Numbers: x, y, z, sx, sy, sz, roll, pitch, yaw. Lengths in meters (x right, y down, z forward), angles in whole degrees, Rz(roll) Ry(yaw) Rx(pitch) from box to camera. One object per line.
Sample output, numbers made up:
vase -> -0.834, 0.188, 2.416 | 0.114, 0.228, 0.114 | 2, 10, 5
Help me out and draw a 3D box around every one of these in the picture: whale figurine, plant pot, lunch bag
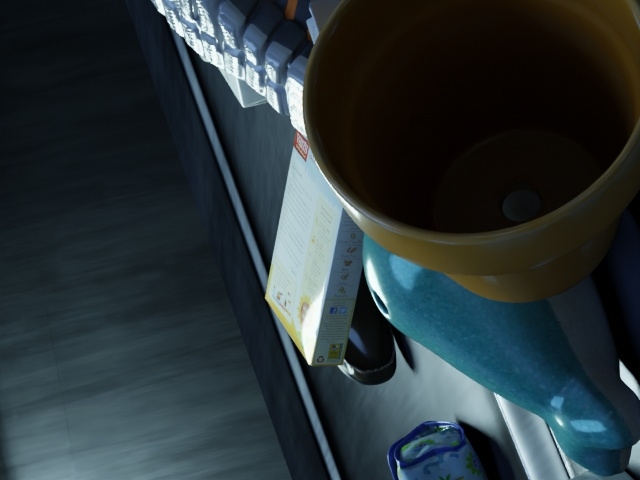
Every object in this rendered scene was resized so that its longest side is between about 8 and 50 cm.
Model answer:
whale figurine -> 0.128, 0.056, 1.161 | 0.272, 0.141, 0.216 | 61, 171, 21
plant pot -> 0.110, -0.054, 0.984 | 0.188, 0.205, 0.205 | 59, -172, -62
lunch bag -> 0.131, 0.263, 1.683 | 0.151, 0.096, 0.129 | -62, -46, -83

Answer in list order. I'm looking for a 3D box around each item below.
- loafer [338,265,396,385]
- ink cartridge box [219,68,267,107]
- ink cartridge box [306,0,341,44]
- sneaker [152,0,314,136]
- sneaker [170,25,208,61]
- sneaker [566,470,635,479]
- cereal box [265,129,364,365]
loafer -> 0.033, 0.066, 1.901 | 0.078, 0.080, 0.220 | 99, 152, -70
ink cartridge box -> -0.099, -0.288, 2.006 | 0.218, 0.092, 0.158 | -124, 20, -55
ink cartridge box -> 0.061, -0.121, 1.106 | 0.061, 0.181, 0.104 | -22, 85, 53
sneaker -> -0.018, -0.218, 1.332 | 0.321, 0.180, 0.124 | 43, 163, 14
sneaker -> -0.188, -0.345, 2.405 | 0.229, 0.092, 0.087 | 88, 160, -61
sneaker -> 0.185, 0.248, 1.111 | 0.292, 0.169, 0.108 | -155, 50, -75
cereal box -> 0.000, 0.000, 1.838 | 0.173, 0.047, 0.240 | -126, 43, -56
